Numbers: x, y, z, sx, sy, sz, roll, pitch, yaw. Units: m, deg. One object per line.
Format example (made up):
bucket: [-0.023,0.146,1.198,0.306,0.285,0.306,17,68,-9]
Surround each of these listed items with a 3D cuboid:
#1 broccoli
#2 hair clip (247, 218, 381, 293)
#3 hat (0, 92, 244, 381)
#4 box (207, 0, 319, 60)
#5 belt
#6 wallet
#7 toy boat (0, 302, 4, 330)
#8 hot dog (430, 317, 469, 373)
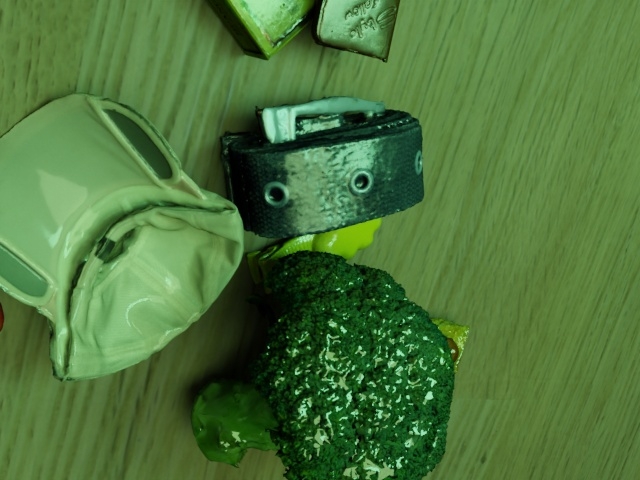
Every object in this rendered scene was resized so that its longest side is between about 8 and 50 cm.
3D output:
broccoli: [-0.005,0.158,0.690,0.297,0.297,0.297,-17,122,16]
hair clip: [0.000,0.000,0.761,0.173,0.046,0.072,-24,122,-22]
hat: [-0.207,-0.007,0.626,0.219,0.164,0.226,-41,84,-6]
box: [-0.021,-0.299,0.627,0.220,0.064,0.141,-45,124,-10]
belt: [0.012,-0.087,0.689,0.218,0.122,0.128,-13,111,-24]
wallet: [0.048,-0.268,0.626,0.095,0.026,0.176,5,107,-31]
toy boat: [-0.354,-0.050,0.465,0.133,0.145,0.332,-33,124,-47]
hot dog: [0.107,0.191,0.864,0.261,0.093,0.123,-38,122,-12]
